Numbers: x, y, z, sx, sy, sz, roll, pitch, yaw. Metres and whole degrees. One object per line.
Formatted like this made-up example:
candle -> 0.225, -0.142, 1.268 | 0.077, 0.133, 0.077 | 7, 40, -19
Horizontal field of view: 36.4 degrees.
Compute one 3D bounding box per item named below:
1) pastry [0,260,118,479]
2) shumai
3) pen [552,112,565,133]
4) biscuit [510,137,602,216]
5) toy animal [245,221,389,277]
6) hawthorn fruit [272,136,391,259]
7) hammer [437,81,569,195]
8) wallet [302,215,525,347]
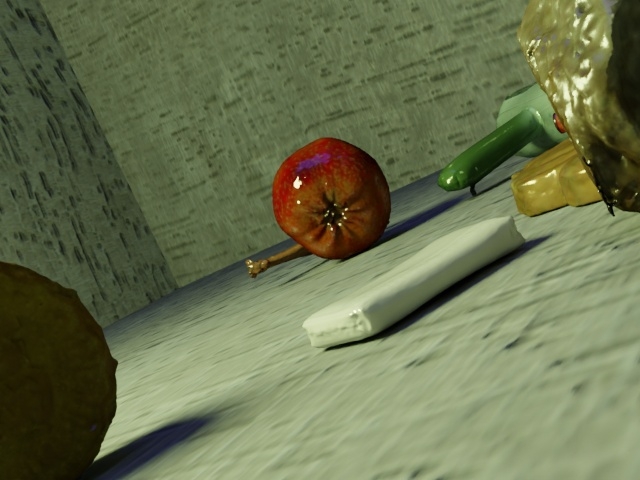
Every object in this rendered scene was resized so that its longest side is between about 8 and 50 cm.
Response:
pastry -> -0.240, 0.105, 0.674 | 0.189, 0.188, 0.103 | -28, 1, -37
shumai -> 0.252, -0.136, 0.696 | 0.185, 0.184, 0.218 | -27, 9, 14
pen -> 0.349, -0.159, 0.979 | 0.239, 0.028, 0.028 | -20, 6, 31
biscuit -> 0.314, -0.102, 0.965 | 0.269, 0.051, 0.376 | -23, 3, 12
toy animal -> 0.000, 0.000, 1.582 | 0.230, 0.066, 0.224 | -21, 2, 7
hawthorn fruit -> 0.013, -0.070, 1.467 | 0.179, 0.179, 0.200 | -25, 20, 1
hammer -> 0.305, -0.155, 1.525 | 0.335, 0.119, 0.206 | -35, 7, -31
wallet -> 0.075, 0.031, 0.756 | 0.190, 0.033, 0.095 | -29, 6, -36
